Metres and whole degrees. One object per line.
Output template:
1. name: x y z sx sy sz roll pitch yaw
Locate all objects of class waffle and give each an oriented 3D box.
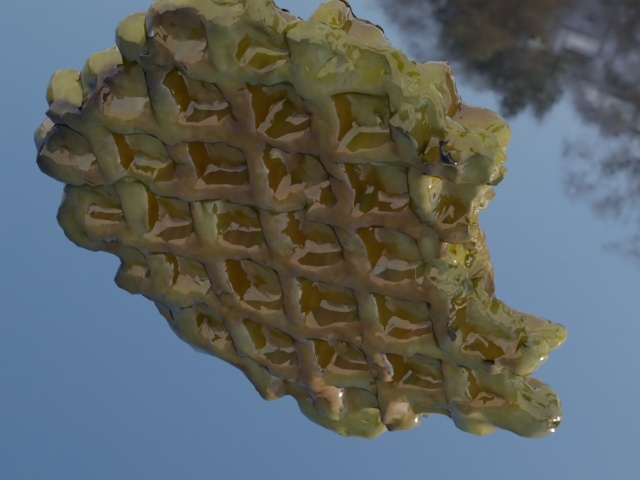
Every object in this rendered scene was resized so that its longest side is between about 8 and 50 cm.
1. waffle: -0.006 -0.007 0.840 0.282 0.300 0.058 -11 -143 42
